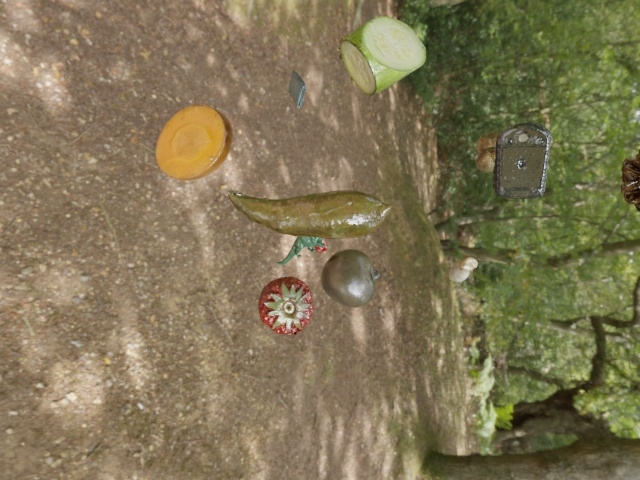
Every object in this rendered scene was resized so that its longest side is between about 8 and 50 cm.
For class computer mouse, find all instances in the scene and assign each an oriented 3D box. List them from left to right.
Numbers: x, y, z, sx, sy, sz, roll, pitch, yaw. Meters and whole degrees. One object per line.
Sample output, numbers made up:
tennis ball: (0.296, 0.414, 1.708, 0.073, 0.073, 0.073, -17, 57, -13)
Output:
computer mouse: (0.672, -0.271, 1.443, 0.100, 0.169, 0.270, -52, 141, -50)

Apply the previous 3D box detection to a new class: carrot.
carrot: (-0.462, -0.349, 1.553, 0.259, 0.307, 0.100, 56, 5, 10)

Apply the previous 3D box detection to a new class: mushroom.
mushroom: (0.692, 0.143, 2.100, 0.213, 0.096, 0.088, 103, 5, -62)

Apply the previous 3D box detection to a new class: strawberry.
strawberry: (-0.126, 0.221, 1.532, 0.244, 0.205, 0.206, -179, -101, -79)

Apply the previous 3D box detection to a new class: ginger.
ginger: (0.763, -0.380, 1.771, 0.245, 0.303, 0.155, -111, 180, -58)

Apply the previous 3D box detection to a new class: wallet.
wallet: (-0.082, -0.544, 1.542, 0.089, 0.026, 0.129, 107, -31, -41)

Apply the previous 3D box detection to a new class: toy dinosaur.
toy dinosaur: (-0.054, 0.022, 1.720, 0.120, 0.292, 0.079, 41, 30, 7)

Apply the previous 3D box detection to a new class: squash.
squash: (0.202, -0.552, 1.221, 0.189, 0.260, 0.189, 55, -6, 8)

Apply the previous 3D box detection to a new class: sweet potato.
sweet potato: (-0.032, -0.071, 1.117, 0.130, 0.421, 0.131, 4, 90, -83)

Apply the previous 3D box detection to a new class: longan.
longan: (0.152, 0.189, 2.144, 0.243, 0.299, 0.301, -133, -148, -86)

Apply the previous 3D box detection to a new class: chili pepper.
chili pepper: (0.000, 0.000, 2.174, 0.070, 0.073, 0.124, -46, 130, -76)

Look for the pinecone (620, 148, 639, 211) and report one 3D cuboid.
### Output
pinecone: (0.850, -0.143, 1.001, 0.244, 0.308, 0.245, -176, -90, -67)
